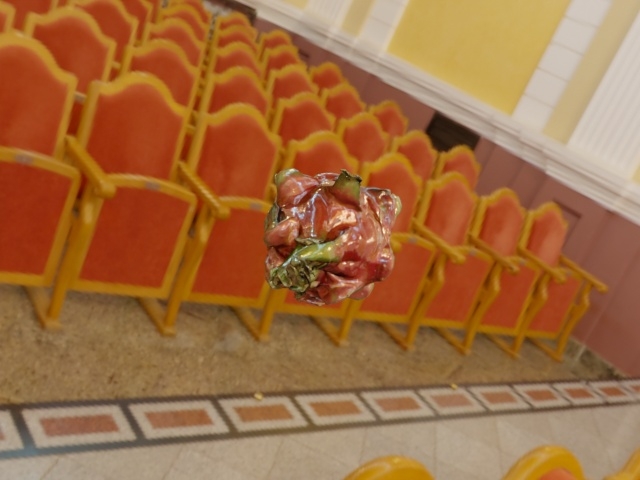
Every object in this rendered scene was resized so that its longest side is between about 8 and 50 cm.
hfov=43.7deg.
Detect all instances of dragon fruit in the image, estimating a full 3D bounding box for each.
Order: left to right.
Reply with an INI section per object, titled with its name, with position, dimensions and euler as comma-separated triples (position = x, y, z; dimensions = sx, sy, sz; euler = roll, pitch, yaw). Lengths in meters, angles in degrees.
[dragon fruit]
position = 0.002, -0.003, 0.779
dimensions = 0.135, 0.137, 0.236
euler = 4, -1, 15
